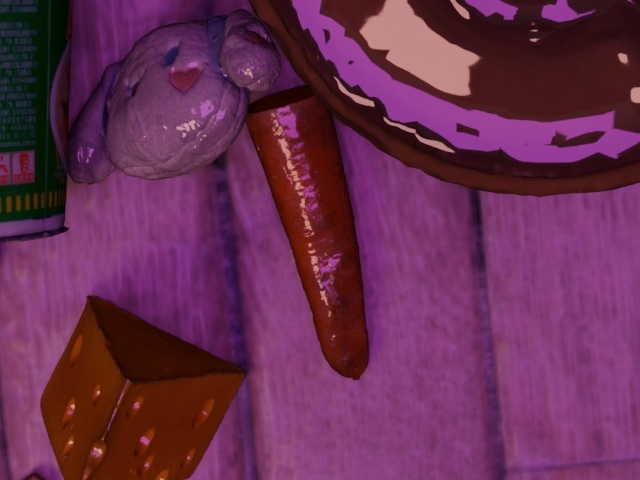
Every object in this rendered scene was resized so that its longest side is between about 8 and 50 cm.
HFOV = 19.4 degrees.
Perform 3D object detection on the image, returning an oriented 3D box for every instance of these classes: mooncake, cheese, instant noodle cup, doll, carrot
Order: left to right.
[{"bbox_3d":[-0.246,-0.115,1.197,0.207,0.207,0.232,-3,95,1],"label":"instant noodle cup"},{"bbox_3d":[-0.131,0.116,1.252,0.126,0.171,0.093,28,97,-2],"label":"cheese"},{"bbox_3d":[-0.096,-0.093,1.239,0.071,0.214,0.103,26,58,-33],"label":"doll"},{"bbox_3d":[0.000,0.000,1.296,0.061,0.061,0.209,-14,102,3],"label":"carrot"},{"bbox_3d":[0.136,-0.234,1.169,0.394,0.246,0.393,34,103,-1],"label":"mooncake"}]

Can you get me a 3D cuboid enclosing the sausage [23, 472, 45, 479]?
[{"bbox_3d":[-0.245,0.218,1.343,0.132,0.024,0.024,-44,95,5],"label":"sausage"}]
